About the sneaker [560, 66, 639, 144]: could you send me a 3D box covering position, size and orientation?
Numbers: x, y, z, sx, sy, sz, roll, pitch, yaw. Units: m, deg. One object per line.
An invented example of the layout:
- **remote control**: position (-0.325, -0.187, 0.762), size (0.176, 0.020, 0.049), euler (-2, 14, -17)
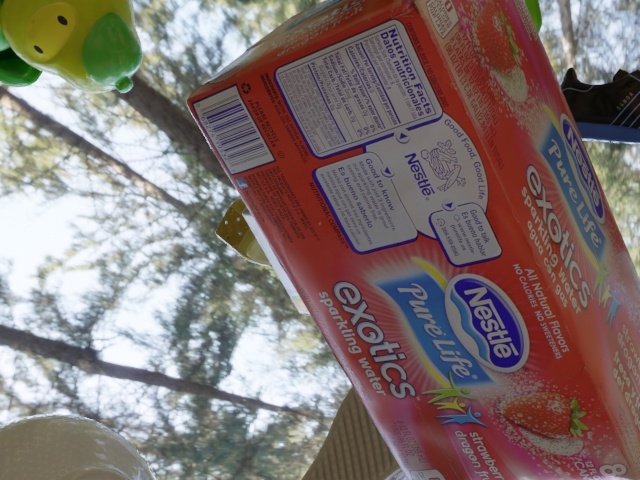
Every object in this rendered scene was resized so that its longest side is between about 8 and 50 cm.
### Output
- **sneaker**: position (0.404, -0.160, 1.004), size (0.232, 0.081, 0.090), euler (8, -83, 15)

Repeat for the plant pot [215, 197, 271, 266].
- **plant pot**: position (-0.106, -0.017, 1.219), size (0.081, 0.083, 0.081), euler (38, -74, 26)

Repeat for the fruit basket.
- **fruit basket**: position (-0.393, -0.354, 1.110), size (0.392, 0.283, 0.392), euler (-16, -115, 40)

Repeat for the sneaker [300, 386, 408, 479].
- **sneaker**: position (0.079, 0.214, 0.889), size (0.102, 0.161, 0.282), euler (45, -74, 27)

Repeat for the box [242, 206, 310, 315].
- **box**: position (0.000, 0.000, 1.114), size (0.103, 0.203, 0.114), euler (4, -134, 33)

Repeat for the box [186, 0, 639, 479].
- **box**: position (0.068, -0.005, 0.422), size (0.128, 0.256, 0.122), euler (-15, -156, 36)

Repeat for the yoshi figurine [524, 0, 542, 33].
- **yoshi figurine**: position (0.096, -0.276, 0.456), size (0.203, 0.362, 0.203), euler (-15, -131, 6)

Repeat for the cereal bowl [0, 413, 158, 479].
- **cereal bowl**: position (-0.316, 0.378, 1.032), size (0.141, 0.339, 0.338), euler (-22, -113, 36)
